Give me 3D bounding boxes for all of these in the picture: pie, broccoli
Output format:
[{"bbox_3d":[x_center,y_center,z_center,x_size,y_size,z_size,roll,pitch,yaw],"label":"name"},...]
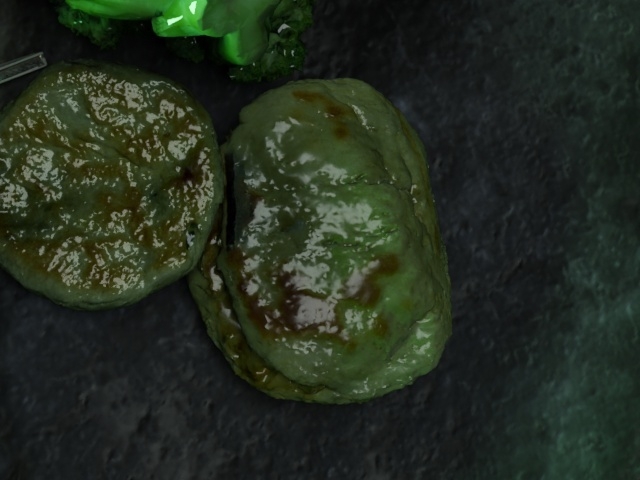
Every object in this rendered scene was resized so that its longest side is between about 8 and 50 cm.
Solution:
[{"bbox_3d":[0.000,0.000,1.172,0.201,0.090,0.248,-8,80,-13],"label":"pie"},{"bbox_3d":[-0.096,-0.234,1.102,0.265,0.294,0.245,-44,54,12],"label":"broccoli"},{"bbox_3d":[-0.159,-0.041,1.144,0.187,0.041,0.186,0,86,2],"label":"pie"}]

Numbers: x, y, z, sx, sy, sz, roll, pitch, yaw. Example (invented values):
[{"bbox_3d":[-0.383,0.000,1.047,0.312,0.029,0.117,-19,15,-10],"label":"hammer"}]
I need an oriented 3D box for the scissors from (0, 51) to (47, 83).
[{"bbox_3d":[-0.251,-0.113,1.150,0.119,0.058,0.014,-25,117,-29],"label":"scissors"}]
